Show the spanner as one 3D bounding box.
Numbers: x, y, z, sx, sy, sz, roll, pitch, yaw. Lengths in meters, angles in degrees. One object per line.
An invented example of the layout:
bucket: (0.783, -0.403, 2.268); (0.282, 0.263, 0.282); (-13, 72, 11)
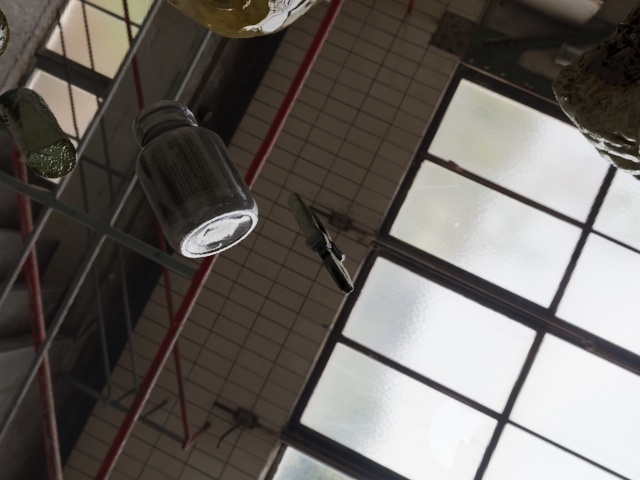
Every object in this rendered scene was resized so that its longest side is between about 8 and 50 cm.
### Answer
spanner: (0.000, 0.000, 0.875); (0.040, 0.096, 0.325); (-41, -145, 9)

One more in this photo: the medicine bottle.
medicine bottle: (-0.192, -0.095, 0.642); (0.135, 0.215, 0.135); (-28, 162, -10)

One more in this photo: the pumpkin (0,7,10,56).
pumpkin: (-0.639, -0.339, 0.708); (0.219, 0.162, 0.219); (-27, 175, -2)

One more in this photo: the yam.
yam: (-0.411, -0.160, 0.633); (0.068, 0.169, 0.068); (-30, 145, -24)

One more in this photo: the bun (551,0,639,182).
bun: (0.434, -0.181, 0.493); (0.281, 0.282, 0.204); (105, -11, -67)

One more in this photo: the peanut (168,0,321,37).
peanut: (-0.014, -0.233, 0.313); (0.236, 0.110, 0.120); (-45, 143, -24)
